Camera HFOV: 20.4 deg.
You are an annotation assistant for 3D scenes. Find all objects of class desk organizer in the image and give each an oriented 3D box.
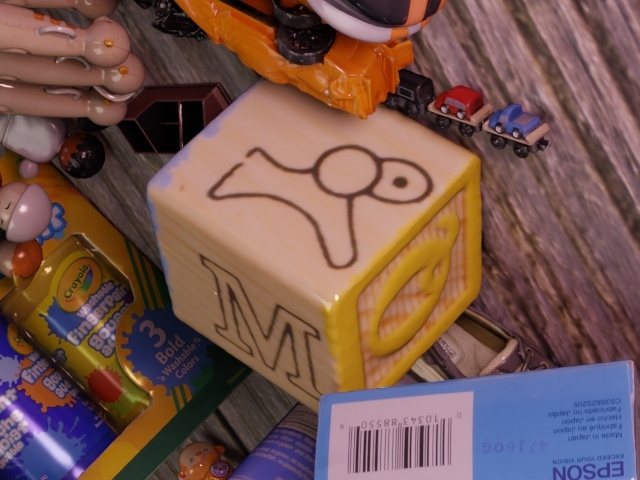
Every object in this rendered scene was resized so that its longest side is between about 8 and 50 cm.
[{"bbox_3d":[-0.133,-0.111,1.639,0.130,0.050,0.047,5,133,53],"label":"desk organizer"}]

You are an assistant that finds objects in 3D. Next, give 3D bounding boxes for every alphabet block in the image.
[{"bbox_3d":[0.000,0.000,1.450,0.197,0.192,0.193,33,153,26],"label":"alphabet block"}]

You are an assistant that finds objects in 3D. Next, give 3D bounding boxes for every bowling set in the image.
[{"bbox_3d":[-0.217,-0.218,1.532,0.154,0.200,0.287,9,173,-13],"label":"bowling set"}]

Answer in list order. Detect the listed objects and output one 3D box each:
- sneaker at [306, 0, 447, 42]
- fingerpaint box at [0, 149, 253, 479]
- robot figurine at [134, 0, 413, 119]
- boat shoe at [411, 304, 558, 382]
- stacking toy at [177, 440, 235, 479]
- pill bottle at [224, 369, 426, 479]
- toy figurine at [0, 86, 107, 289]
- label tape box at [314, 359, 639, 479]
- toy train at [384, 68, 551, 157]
[{"bbox_3d":[-0.029,-0.276,1.146,0.321,0.124,0.180,37,161,2],"label":"sneaker"},{"bbox_3d":[-0.359,0.173,1.934,0.371,0.445,0.163,45,153,1],"label":"fingerpaint box"},{"bbox_3d":[-0.065,-0.215,1.348,0.291,0.085,0.211,33,151,24],"label":"robot figurine"},{"bbox_3d":[0.154,0.116,1.516,0.223,0.080,0.073,35,155,25],"label":"boat shoe"},{"bbox_3d":[-0.075,0.345,2.144,0.302,0.175,0.166,46,163,31],"label":"stacking toy"},{"bbox_3d":[0.018,0.217,1.642,0.152,0.272,0.152,34,151,21],"label":"pill bottle"},{"bbox_3d":[-0.298,-0.076,1.758,0.148,0.213,0.209,26,155,3],"label":"toy figurine"},{"bbox_3d":[0.163,0.238,1.453,0.249,0.115,0.348,-8,143,16],"label":"label tape box"},{"bbox_3d":[0.108,-0.099,1.333,0.158,0.027,0.036,24,136,38],"label":"toy train"}]
